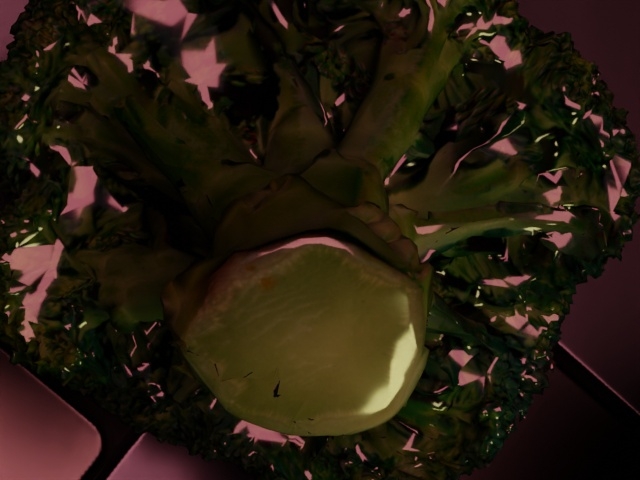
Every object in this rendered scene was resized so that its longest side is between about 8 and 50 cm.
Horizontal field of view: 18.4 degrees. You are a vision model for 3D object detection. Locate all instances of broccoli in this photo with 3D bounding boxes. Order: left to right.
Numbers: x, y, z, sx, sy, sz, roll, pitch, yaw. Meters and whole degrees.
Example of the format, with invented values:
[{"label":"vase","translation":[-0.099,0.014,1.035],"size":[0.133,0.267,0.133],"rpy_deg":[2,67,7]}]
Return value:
[{"label":"broccoli","translation":[0.000,0.000,0.849],"size":[0.297,0.297,0.297],"rpy_deg":[-2,113,-6]}]
